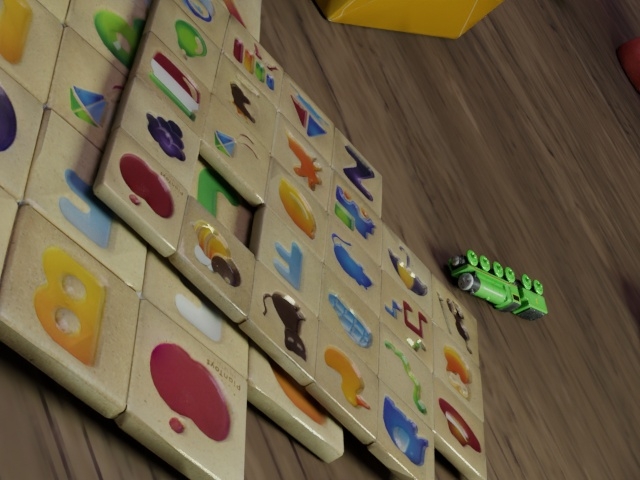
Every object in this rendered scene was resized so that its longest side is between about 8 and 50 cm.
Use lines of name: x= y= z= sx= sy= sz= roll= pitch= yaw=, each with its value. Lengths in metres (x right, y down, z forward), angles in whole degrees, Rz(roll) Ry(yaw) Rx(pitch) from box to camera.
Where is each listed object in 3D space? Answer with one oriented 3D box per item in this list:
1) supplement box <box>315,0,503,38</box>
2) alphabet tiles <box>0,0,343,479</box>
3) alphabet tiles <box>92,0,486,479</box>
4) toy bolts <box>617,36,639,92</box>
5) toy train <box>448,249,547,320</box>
supplement box: x=0.046 y=-0.250 z=0.910 sx=0.194 sy=0.129 sz=0.191 roll=59 pitch=27 yaw=13
alphabet tiles: x=-0.085 y=-0.067 z=0.577 sx=0.285 sy=0.011 sz=0.343 roll=43 pitch=27 yaw=-30
alphabet tiles: x=0.000 y=0.000 z=0.634 sx=0.237 sy=0.009 sz=0.198 roll=46 pitch=26 yaw=-25
toy bolts: x=0.407 y=-0.128 z=1.311 sx=0.218 sy=0.158 sz=0.229 roll=25 pitch=37 yaw=-44
toy train: x=0.098 y=0.026 z=0.780 sx=0.083 sy=0.017 sz=0.024 roll=21 pitch=50 yaw=-47
